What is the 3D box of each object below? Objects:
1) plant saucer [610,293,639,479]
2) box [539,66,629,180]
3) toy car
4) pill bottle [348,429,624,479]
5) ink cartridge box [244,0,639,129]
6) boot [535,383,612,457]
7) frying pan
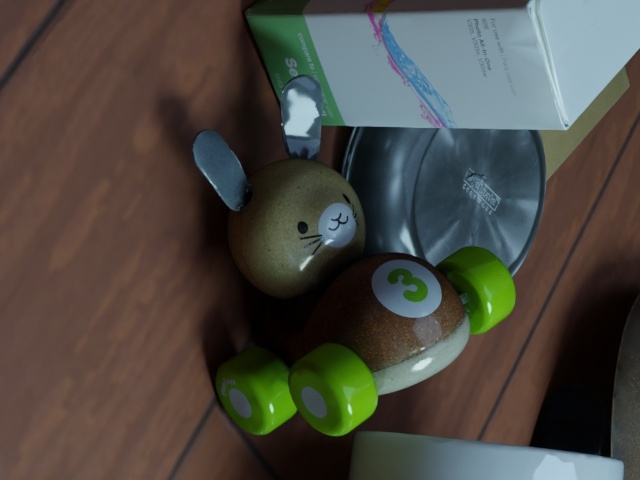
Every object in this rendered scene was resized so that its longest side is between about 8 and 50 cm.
[{"bbox_3d":[0.297,0.188,1.567,0.310,0.050,0.310,-6,90,-65],"label":"plant saucer"},{"bbox_3d":[0.159,-0.135,1.464,0.201,0.021,0.164,-46,125,-41],"label":"box"},{"bbox_3d":[0.000,0.000,1.189,0.155,0.149,0.188,-33,105,-34],"label":"toy car"},{"bbox_3d":[0.083,0.328,1.220,0.229,0.229,0.407,15,80,-51],"label":"pill bottle"},{"bbox_3d":[0.088,-0.144,1.221,0.154,0.212,0.093,-47,126,-40],"label":"ink cartridge box"},{"bbox_3d":[0.202,0.228,1.481,0.106,0.082,0.219,38,59,-43],"label":"boot"},{"bbox_3d":[0.132,-0.073,1.384,0.326,0.053,0.197,-42,125,-29],"label":"frying pan"}]
